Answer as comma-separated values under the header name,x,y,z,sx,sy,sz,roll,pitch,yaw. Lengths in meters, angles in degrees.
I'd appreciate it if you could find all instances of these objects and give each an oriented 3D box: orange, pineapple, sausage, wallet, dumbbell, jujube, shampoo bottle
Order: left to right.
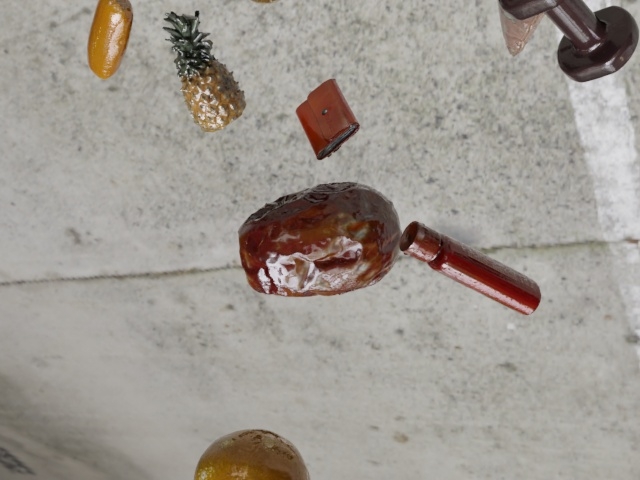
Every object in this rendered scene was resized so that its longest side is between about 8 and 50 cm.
name,x,y,z,sx,sy,sz,roll,pitch,yaw
sausage,-0.491,-0.473,1.885,0.098,0.098,0.238,24,138,-10
pineapple,-0.321,-0.453,2.104,0.169,0.169,0.340,-5,131,28
orange,-0.088,0.317,1.060,0.156,0.124,0.156,5,133,6
jujube,0.001,0.000,1.881,0.377,0.276,0.276,-17,140,-1
wallet,0.015,-0.317,2.097,0.142,0.204,0.045,-38,136,17
shampoo bottle,0.309,0.056,1.671,0.314,0.118,0.076,26,111,-19
dumbbell,0.393,-0.360,1.279,0.225,0.124,0.140,30,152,-35

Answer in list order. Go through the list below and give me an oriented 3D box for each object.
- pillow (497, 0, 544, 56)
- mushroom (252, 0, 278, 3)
name,x,y,z,sx,sy,sz,roll,pitch,yaw
pillow,0.392,-0.502,1.564,0.084,0.223,0.236,-6,166,-5
mushroom,-0.124,-0.674,1.879,0.278,0.146,0.278,4,137,4
